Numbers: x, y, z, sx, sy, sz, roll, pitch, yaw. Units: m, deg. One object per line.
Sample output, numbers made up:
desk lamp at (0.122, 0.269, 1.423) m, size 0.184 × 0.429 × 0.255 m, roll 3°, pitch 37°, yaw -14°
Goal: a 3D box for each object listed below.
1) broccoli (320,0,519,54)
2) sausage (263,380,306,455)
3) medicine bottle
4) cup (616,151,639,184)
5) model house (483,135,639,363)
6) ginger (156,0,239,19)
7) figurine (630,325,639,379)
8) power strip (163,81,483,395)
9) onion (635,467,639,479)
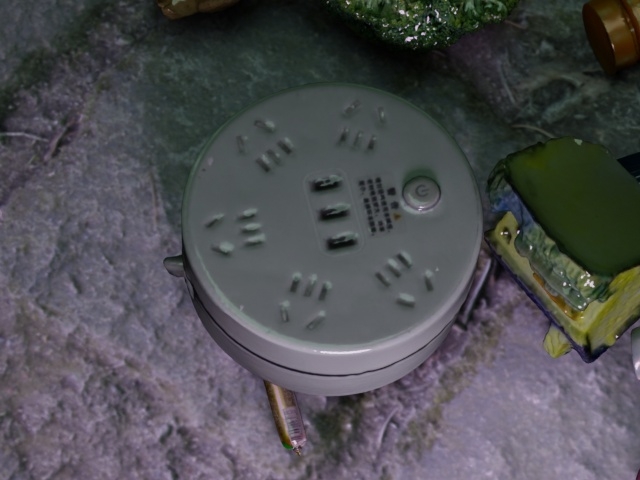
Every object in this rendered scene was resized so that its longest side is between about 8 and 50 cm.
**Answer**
broccoli at (0.118, -0.346, 1.860) m, size 0.269 × 0.241 × 0.261 m, roll -18°, pitch 45°, yaw -32°
sausage at (-0.061, 0.124, 1.798) m, size 0.033 × 0.033 × 0.269 m, roll -17°, pitch 69°, yaw -1°
medicine bottle at (0.423, -0.279, 1.868) m, size 0.192 × 0.096 × 0.096 m, roll -23°, pitch 70°, yaw -4°
cup at (0.407, -0.041, 1.774) m, size 0.138 × 0.113 × 0.150 m, roll -17°, pitch 68°, yaw 1°
model house at (0.260, 0.023, 1.720) m, size 0.170 × 0.211 × 0.194 m, roll -23°, pitch 61°, yaw -34°
ginger at (-0.064, -0.418, 1.902) m, size 0.166 × 0.236 × 0.375 m, roll 41°, pitch 98°, yaw -20°
figurine at (0.528, 0.086, 1.660) m, size 0.382 × 0.224 × 0.205 m, roll -1°, pitch 57°, yaw 7°
power strip at (0.000, 0.000, 1.746) m, size 0.358 × 0.161 × 0.357 m, roll 1°, pitch 67°, yaw -2°
onion at (0.440, 0.264, 1.629) m, size 0.207 × 0.200 × 0.200 m, roll 14°, pitch 72°, yaw 4°
